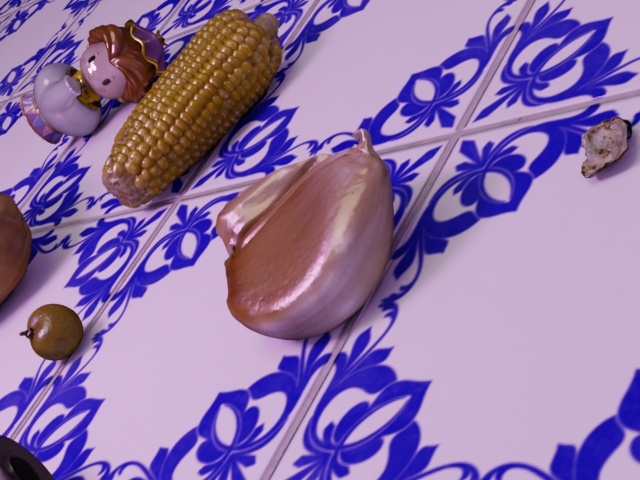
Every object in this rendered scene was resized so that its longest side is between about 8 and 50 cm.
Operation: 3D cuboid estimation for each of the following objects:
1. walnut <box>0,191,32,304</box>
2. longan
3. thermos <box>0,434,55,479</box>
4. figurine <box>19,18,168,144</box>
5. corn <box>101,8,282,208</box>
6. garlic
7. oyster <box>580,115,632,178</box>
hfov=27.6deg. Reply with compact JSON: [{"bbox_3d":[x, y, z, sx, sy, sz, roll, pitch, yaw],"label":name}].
[{"bbox_3d":[-0.573,0.005,1.905,0.285,0.285,0.296,-41,63,0],"label":"walnut"},{"bbox_3d":[-0.338,0.114,1.626,0.075,0.083,0.075,-9,79,52],"label":"longan"},{"bbox_3d":[-0.363,0.315,1.346,0.193,0.105,0.137,-44,57,2],"label":"thermos"},{"bbox_3d":[-0.375,-0.273,2.204,0.263,0.142,0.189,-32,5,16],"label":"figurine"},{"bbox_3d":[-0.177,-0.194,1.833,0.347,0.130,0.130,-50,28,-17],"label":"corn"},{"bbox_3d":[0.000,0.000,1.336,0.228,0.110,0.217,-39,36,27],"label":"garlic"},{"bbox_3d":[0.268,-0.089,1.211,0.054,0.019,0.083,-24,33,33],"label":"oyster"}]
